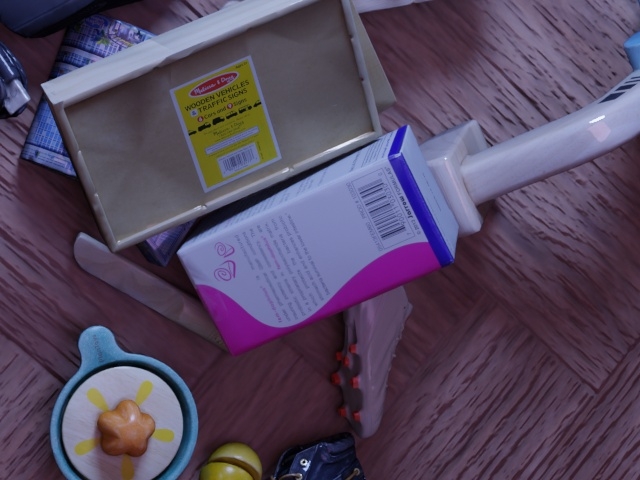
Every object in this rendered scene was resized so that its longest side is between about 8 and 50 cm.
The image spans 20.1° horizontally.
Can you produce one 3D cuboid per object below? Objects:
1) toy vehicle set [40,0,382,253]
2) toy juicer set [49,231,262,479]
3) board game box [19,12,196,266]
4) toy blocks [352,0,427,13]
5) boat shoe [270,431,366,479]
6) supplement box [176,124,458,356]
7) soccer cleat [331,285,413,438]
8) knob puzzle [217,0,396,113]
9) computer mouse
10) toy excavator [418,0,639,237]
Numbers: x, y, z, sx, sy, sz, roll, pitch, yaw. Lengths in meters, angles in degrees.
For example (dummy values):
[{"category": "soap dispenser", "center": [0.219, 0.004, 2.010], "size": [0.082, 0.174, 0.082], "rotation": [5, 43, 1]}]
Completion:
[{"category": "toy vehicle set", "center": [-0.087, -0.110, 1.544], "size": [0.267, 0.035, 0.166], "rotation": [-24, 129, -10]}, {"category": "toy juicer set", "center": [-0.142, 0.171, 1.627], "size": [0.209, 0.089, 0.329], "rotation": [9, 90, -19]}, {"category": "board game box", "center": [-0.159, -0.085, 1.620], "size": [0.194, 0.060, 0.194], "rotation": [20, 86, -19]}, {"category": "toy blocks", "center": [0.083, -0.366, 1.631], "size": [0.261, 0.191, 0.381], "rotation": [-13, 110, -24]}, {"category": "boat shoe", "center": [-0.032, 0.239, 1.668], "size": [0.183, 0.065, 0.083], "rotation": [-19, 96, -41]}, {"category": "supplement box", "center": [0.000, 0.000, 1.606], "size": [0.220, 0.114, 0.111], "rotation": [-23, 103, 13]}, {"category": "soccer cleat", "center": [0.053, 0.088, 1.702], "size": [0.076, 0.068, 0.196], "rotation": [-3, 92, -22]}, {"category": "knob puzzle", "center": [-0.047, -0.139, 1.589], "size": [0.213, 0.030, 0.213], "rotation": [-14, 128, -18]}, {"category": "computer mouse", "center": [-0.218, -0.241, 1.560], "size": [0.272, 0.072, 0.188], "rotation": [-31, 79, -18]}, {"category": "toy excavator", "center": [0.344, -0.158, 1.683], "size": [0.445, 0.433, 0.222], "rotation": [-33, 105, -43]}]
